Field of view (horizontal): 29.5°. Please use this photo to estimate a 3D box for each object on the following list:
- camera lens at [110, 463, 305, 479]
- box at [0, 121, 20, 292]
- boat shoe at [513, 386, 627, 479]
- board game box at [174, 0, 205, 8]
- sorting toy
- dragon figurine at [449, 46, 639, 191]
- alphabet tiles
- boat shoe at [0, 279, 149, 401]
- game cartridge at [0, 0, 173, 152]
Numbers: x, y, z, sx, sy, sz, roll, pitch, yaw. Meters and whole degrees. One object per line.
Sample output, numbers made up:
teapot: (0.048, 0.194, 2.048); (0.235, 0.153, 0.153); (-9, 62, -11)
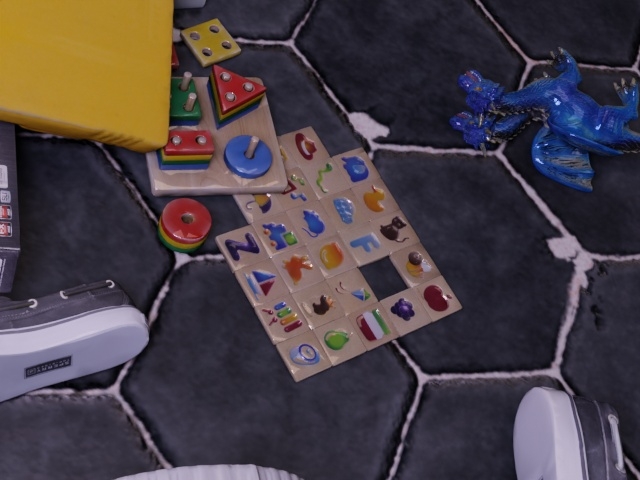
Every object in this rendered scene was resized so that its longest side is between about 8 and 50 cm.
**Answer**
camera lens: (-0.083, 0.314, 0.817); (0.219, 0.219, 0.274); (2, 60, -21)
box: (-0.346, -0.064, 1.003); (0.183, 0.056, 0.231); (5, 45, -20)
boat shoe: (0.235, 0.270, 1.048); (0.102, 0.108, 0.301); (11, 50, -14)
board game box: (-0.252, -0.379, 1.236); (0.224, 0.097, 0.303); (-8, 64, -26)
sorting toy: (-0.105, -0.118, 1.163); (0.132, 0.046, 0.274); (-2, 59, -21)
dragon figurine: (0.277, -0.112, 1.297); (0.289, 0.085, 0.144); (29, 56, 2)
alphabet tiles: (0.000, 0.000, 1.167); (0.198, 0.009, 0.237); (-21, 70, -30)
boat shoe: (-0.254, 0.076, 0.981); (0.228, 0.080, 0.076); (-14, 53, -26)
game cartridge: (-0.266, -0.239, 1.029); (0.323, 0.052, 0.285); (11, 75, -43)
